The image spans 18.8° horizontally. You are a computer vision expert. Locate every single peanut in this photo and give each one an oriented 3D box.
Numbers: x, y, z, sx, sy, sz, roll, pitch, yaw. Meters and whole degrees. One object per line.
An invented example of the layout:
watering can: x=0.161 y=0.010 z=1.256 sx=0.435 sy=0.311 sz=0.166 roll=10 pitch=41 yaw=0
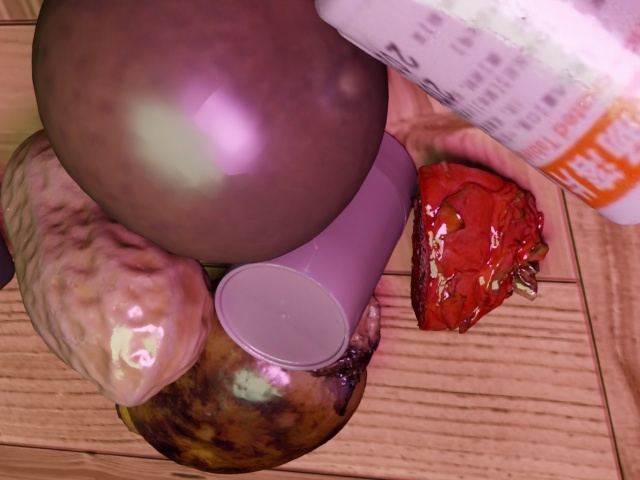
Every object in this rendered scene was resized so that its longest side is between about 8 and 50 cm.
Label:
peanut: x=-0.163 y=0.005 z=1.488 sx=0.152 sy=0.313 sz=0.152 roll=-7 pitch=125 yaw=-10

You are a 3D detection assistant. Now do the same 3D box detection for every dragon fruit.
dragon fruit: x=0.124 y=0.018 z=1.485 sx=0.106 sy=0.083 sz=0.162 roll=-3 pitch=132 yaw=-5

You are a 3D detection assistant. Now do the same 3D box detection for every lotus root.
lotus root: x=-0.069 y=0.119 z=1.641 sx=0.169 sy=0.141 sz=0.314 roll=43 pitch=134 yaw=-19

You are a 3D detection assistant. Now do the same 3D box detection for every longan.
longan: x=-0.074 y=-0.116 z=1.355 sx=0.258 sy=0.258 sz=0.258 roll=14 pitch=134 yaw=15

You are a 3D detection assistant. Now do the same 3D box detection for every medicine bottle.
medicine bottle: x=0.199 y=-0.128 z=1.237 sx=0.371 sy=0.211 sz=0.211 roll=34 pitch=136 yaw=-5

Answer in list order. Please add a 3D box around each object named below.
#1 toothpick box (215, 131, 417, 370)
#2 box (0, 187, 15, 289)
toothpick box: x=0.000 y=0.000 z=1.473 sx=0.111 sy=0.181 sz=0.111 roll=12 pitch=134 yaw=13
box: x=-0.420 y=0.032 z=1.685 sx=0.290 sy=0.220 sz=0.166 roll=-22 pitch=105 yaw=40
